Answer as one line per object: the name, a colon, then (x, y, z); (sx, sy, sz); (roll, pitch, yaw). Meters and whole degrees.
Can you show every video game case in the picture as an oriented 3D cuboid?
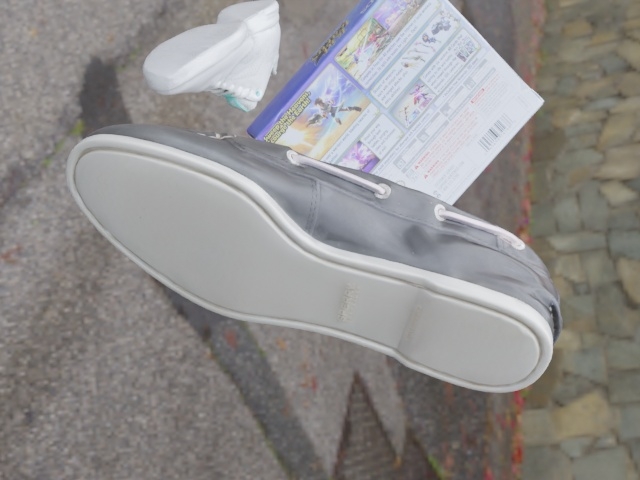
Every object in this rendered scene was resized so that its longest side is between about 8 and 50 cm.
video game case: (0.090, -0.148, 1.332); (0.244, 0.269, 0.061); (41, 2, -24)

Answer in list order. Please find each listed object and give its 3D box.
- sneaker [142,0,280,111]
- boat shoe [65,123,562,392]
sneaker: (-0.089, -0.163, 1.079); (0.212, 0.080, 0.094); (-44, 130, -53)
boat shoe: (0.000, 0.000, 0.747); (0.095, 0.335, 0.112); (-69, -177, -53)
